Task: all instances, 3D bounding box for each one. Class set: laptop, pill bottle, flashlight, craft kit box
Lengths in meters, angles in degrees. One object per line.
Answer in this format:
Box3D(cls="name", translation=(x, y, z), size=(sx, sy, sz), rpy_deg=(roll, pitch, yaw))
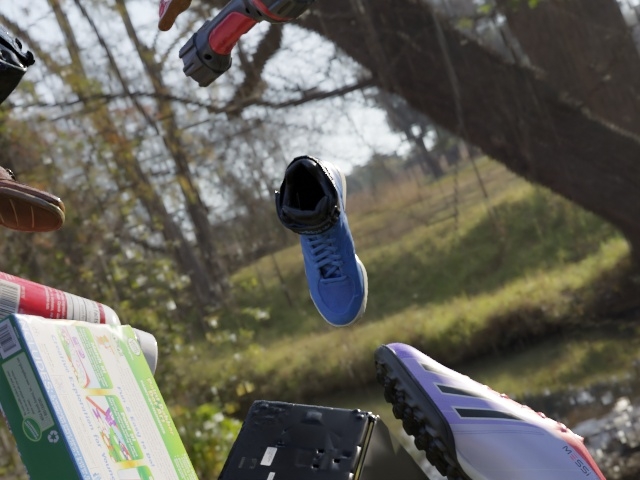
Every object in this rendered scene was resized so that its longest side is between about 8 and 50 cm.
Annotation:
Box3D(cls="laptop", translation=(0.014, 0.334, 1.348), size=(0.264, 0.136, 0.234), rpy_deg=(4, 27, 11))
Box3D(cls="pill bottle", translation=(-0.539, 0.208, 2.051), size=(0.408, 0.229, 0.229), rpy_deg=(22, -26, -28))
Box3D(cls="flashlight", translation=(-0.127, -0.354, 1.739), size=(0.304, 0.103, 0.103), rpy_deg=(-34, 17, 46))
Box3D(cls="craft kit box", translation=(-0.217, 0.198, 1.059), size=(0.061, 0.249, 0.247), rpy_deg=(-30, -15, 13))

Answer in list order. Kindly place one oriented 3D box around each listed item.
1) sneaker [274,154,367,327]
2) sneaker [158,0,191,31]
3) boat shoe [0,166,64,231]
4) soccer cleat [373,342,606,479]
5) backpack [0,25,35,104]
Box3D(cls="sneaker", translation=(-0.001, 0.000, 0.911), size=(0.058, 0.152, 0.084), rpy_deg=(-9, -8, 19))
Box3D(cls="sneaker", translation=(-0.324, -0.525, 2.337), size=(0.042, 0.067, 0.118), rpy_deg=(25, -52, -30))
Box3D(cls="boat shoe", translation=(-0.635, -0.101, 2.046), size=(0.307, 0.104, 0.110), rpy_deg=(13, -42, 3))
Box3D(cls="soccer cleat", translation=(0.182, 0.200, 1.010), size=(0.116, 0.318, 0.108), rpy_deg=(-39, -25, -15))
Box3D(cls="backpack", translation=(-0.581, -0.297, 1.537), size=(0.191, 0.253, 0.225), rpy_deg=(-45, 35, -1))
